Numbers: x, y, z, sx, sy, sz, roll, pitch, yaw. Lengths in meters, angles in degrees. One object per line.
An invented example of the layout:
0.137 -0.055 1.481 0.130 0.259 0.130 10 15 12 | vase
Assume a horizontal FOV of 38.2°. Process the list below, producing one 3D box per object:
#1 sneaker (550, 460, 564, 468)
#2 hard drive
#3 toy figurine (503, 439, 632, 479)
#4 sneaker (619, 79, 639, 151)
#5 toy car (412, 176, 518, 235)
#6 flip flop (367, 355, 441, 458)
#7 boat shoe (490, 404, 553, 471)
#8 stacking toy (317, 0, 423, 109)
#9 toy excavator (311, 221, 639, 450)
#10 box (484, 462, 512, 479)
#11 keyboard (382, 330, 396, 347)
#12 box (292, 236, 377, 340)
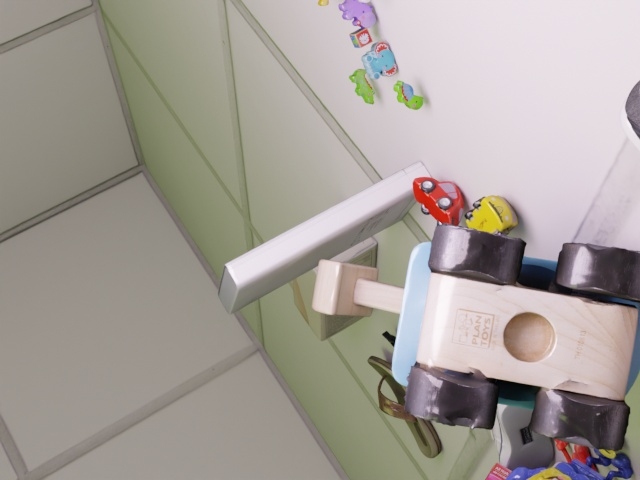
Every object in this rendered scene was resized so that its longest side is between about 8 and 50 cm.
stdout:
0.411 0.408 1.530 0.083 0.037 0.032 50 160 29 | sneaker
0.000 0.000 1.514 0.047 0.353 0.233 59 164 9 | hard drive
0.370 0.403 1.315 0.362 0.217 0.191 31 147 62 | toy figurine
0.347 -0.075 0.795 0.217 0.079 0.121 56 165 23 | sneaker
0.238 0.012 1.349 0.239 0.053 0.225 27 144 65 | toy car
0.184 0.391 2.139 0.277 0.080 0.112 62 165 -5 | flip flop
0.331 0.312 1.548 0.084 0.095 0.258 -113 9 -49 | boat shoe
0.073 -0.296 1.345 0.221 0.052 0.167 65 166 -22 | stacking toy
0.181 0.104 1.214 0.445 0.433 0.222 23 -104 -81 | toy excavator
0.362 0.494 1.503 0.257 0.128 0.122 28 152 20 | box
0.203 0.247 1.941 0.100 0.038 0.192 43 180 -44 | keyboard
0.026 0.074 1.961 0.121 0.148 0.311 54 162 26 | box
